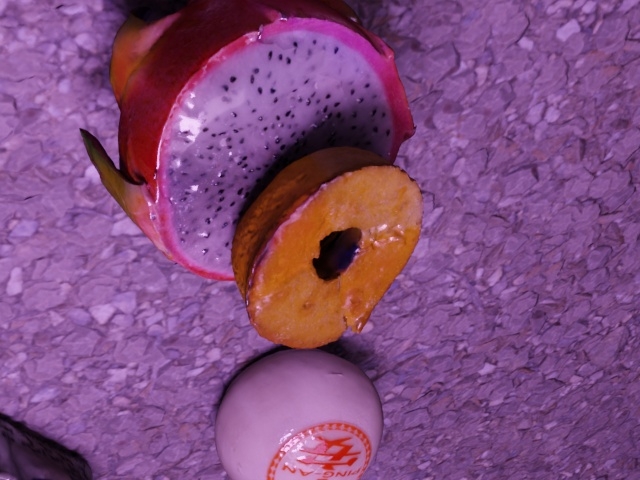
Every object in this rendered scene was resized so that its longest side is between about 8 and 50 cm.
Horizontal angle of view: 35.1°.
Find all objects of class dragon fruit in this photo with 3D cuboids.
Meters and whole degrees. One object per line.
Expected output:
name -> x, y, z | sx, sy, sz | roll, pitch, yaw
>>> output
dragon fruit -> -0.069, -0.121, 0.937 | 0.290, 0.189, 0.291 | -21, 135, -22

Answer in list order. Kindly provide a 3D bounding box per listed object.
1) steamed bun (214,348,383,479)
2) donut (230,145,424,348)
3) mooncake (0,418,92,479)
steamed bun -> -0.022, 0.263, 1.342 | 0.231, 0.145, 0.232 | -7, 123, -12
donut -> 0.001, 0.000, 0.896 | 0.174, 0.074, 0.190 | 14, 112, -42
mooncake -> -0.420, 0.351, 1.243 | 0.250, 0.136, 0.254 | -37, 140, 3
